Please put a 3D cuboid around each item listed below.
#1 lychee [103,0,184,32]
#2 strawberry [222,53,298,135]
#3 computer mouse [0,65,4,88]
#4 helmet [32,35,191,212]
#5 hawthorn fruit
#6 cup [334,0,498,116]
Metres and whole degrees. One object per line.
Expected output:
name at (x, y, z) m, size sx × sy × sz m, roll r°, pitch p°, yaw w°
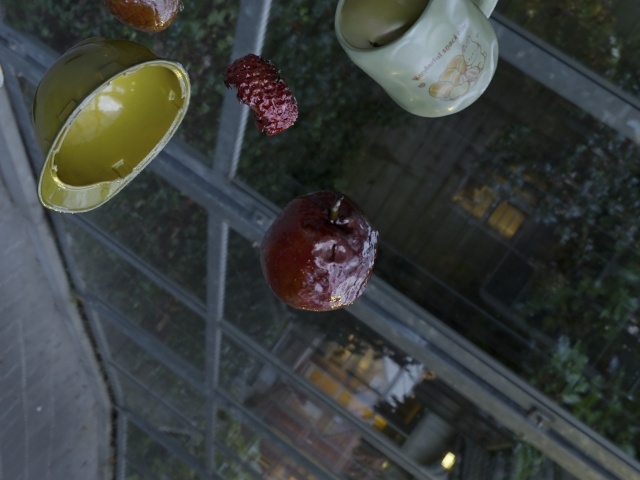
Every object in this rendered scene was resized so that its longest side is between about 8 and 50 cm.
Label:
lychee at (-0.224, -0.340, 1.085) m, size 0.140 × 0.114 × 0.101 m, roll -19°, pitch 176°, yaw -15°
strawberry at (-0.092, -0.237, 1.295) m, size 0.086 × 0.145 × 0.145 m, roll -29°, pitch 172°, yaw 4°
computer mouse at (-0.610, -0.248, 1.304) m, size 0.199 × 0.045 × 0.102 m, roll -35°, pitch 137°, yaw -32°
helmet at (-0.304, -0.176, 1.075) m, size 0.257 × 0.140 × 0.205 m, roll -47°, pitch 162°, yaw 13°
hawthorn fruit at (0.000, 0.000, 1.487) m, size 0.230 × 0.210 × 0.266 m, roll -36°, pitch 153°, yaw -28°
cup at (0.151, -0.319, 1.136) m, size 0.202 × 0.173 × 0.255 m, roll 30°, pitch 72°, yaw -49°
